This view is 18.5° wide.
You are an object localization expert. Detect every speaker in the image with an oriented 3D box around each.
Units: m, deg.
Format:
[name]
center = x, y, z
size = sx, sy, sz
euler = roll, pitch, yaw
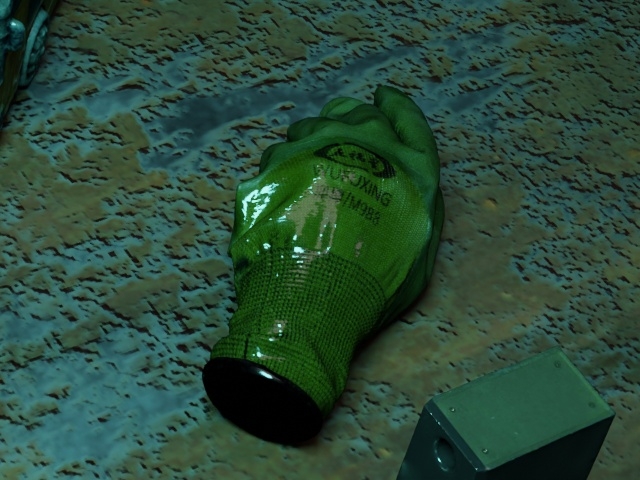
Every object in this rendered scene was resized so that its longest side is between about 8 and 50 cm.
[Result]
[speaker]
center = 0.062, 0.144, 0.902
size = 0.082, 0.218, 0.044
euler = -20, 54, -30

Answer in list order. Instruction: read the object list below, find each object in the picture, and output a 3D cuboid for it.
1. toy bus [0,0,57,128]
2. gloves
[toy bus]
center = -0.210, -0.203, 1.189
size = 0.139, 0.167, 0.275
euler = 17, 46, 0
[gloves]
center = 0.008, -0.003, 1.113
size = 0.135, 0.107, 0.268
euler = 40, 39, -21
